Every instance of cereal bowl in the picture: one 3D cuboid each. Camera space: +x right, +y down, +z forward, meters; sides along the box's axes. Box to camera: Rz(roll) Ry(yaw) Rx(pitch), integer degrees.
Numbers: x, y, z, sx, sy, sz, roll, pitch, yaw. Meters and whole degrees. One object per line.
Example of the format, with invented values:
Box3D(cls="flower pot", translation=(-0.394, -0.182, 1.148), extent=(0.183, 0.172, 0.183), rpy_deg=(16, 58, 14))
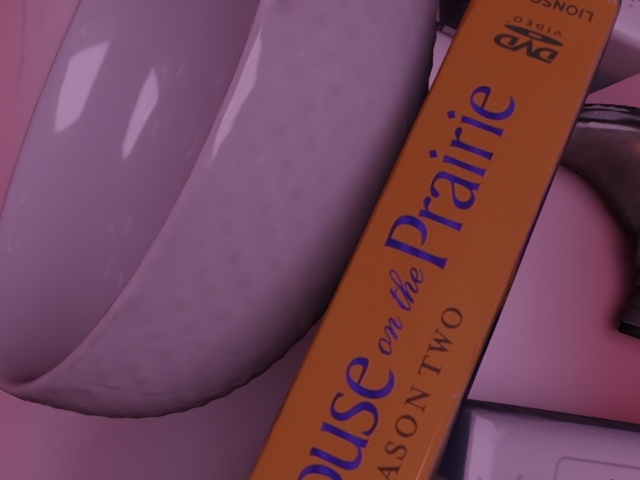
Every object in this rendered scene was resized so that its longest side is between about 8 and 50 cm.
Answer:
Box3D(cls="cereal bowl", translation=(-0.050, -0.060, 0.552), extent=(0.141, 0.339, 0.338), rpy_deg=(23, 82, -27))

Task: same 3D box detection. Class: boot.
Box3D(cls="boot", translation=(0.239, -0.004, 0.742), extent=(0.247, 0.083, 0.161), rpy_deg=(12, 90, -11))

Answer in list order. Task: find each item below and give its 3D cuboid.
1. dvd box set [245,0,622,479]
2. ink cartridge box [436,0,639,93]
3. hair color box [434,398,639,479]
Box3D(cls="dvd box set", translation=(0.014, 0.126, 0.483), extent=(0.062, 0.307, 0.420), rpy_deg=(22, 72, 11))
Box3D(cls="ink cartridge box", translation=(0.111, -0.266, 0.695), extent=(0.308, 0.129, 0.223), rpy_deg=(23, 82, -11))
Box3D(cls="hair color box", translation=(0.244, 0.225, 0.713), extent=(0.375, 0.113, 0.185), rpy_deg=(10, 85, -12))
